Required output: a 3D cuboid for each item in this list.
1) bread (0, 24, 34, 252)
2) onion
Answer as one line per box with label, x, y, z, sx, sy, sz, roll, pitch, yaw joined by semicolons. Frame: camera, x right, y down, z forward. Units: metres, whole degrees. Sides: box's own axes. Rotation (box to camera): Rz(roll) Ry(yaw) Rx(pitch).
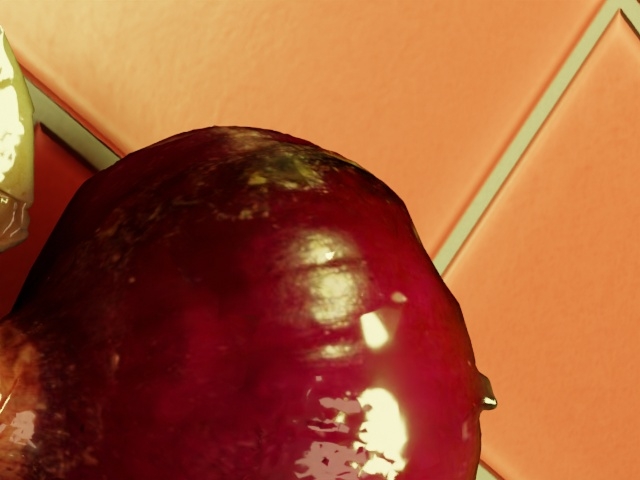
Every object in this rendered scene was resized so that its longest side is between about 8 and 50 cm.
bread;-0.280;-0.066;0.983;0.209;0.109;0.192;-24;114;-32
onion;-0.095;0.097;1.004;0.385;0.347;0.348;5;103;-42
